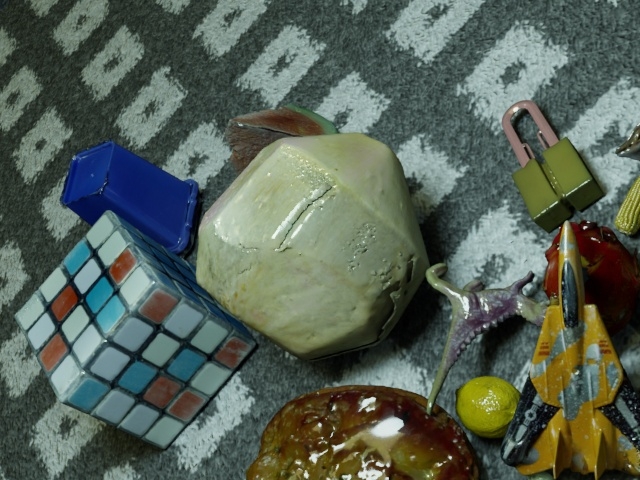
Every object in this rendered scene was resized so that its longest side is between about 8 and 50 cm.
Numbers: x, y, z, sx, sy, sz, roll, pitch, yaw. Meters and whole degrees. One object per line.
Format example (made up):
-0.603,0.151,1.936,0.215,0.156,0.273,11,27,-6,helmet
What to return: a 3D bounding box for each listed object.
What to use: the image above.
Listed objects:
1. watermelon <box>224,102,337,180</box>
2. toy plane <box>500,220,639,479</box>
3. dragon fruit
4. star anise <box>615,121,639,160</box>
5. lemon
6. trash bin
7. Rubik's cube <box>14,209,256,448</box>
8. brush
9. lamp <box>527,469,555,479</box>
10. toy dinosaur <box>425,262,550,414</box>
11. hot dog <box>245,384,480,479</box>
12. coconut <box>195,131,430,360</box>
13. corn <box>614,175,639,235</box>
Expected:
-0.070,-0.156,2.095,0.207,0.202,0.136,13,112,49,watermelon
0.314,0.135,1.483,0.204,0.103,0.316,-3,87,22,toy plane
0.348,0.094,1.568,0.125,0.125,0.246,-7,68,60,dragon fruit
0.512,-0.161,1.625,0.171,0.063,0.208,21,75,44,star anise
0.230,0.223,1.607,0.110,0.082,0.082,13,72,46,lemon
-0.348,-0.061,2.210,0.162,0.234,0.184,-16,53,34,trash bin
-0.310,0.151,2.019,0.253,0.259,0.256,-48,42,4,Rubik's cube
0.326,-0.126,1.780,0.103,0.047,0.233,-37,43,19,brush
0.266,0.350,1.495,0.091,0.091,0.163,-15,38,36,lamp
0.211,0.111,1.658,0.251,0.072,0.200,-18,39,-17,toy dinosaur
0.032,0.339,1.639,0.387,0.174,0.267,-13,53,38,hot dog
0.000,0.000,1.798,0.352,0.352,0.353,-23,50,30,coconut
0.430,-0.049,1.639,0.037,0.037,0.092,23,81,48,corn
